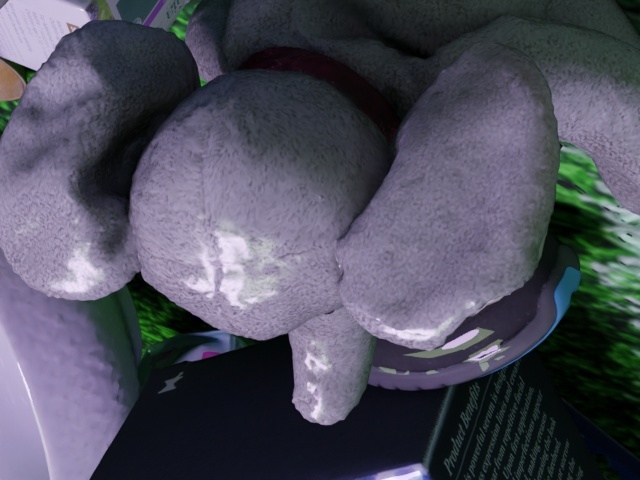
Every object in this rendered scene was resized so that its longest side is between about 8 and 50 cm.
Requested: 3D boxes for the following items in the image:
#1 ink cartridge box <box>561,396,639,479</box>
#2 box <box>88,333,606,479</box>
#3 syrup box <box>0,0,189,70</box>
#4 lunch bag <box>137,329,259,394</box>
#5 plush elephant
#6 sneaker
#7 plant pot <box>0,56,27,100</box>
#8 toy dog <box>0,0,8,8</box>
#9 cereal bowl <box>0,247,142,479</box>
[{"bbox_3d":[0.120,0.259,1.281,0.165,0.065,0.333,38,126,-18],"label":"ink cartridge box"},{"bbox_3d":[0.059,0.266,1.124,0.294,0.212,0.395,-18,115,29],"label":"box"},{"bbox_3d":[-0.198,-0.175,0.908,0.237,0.093,0.096,22,156,18],"label":"syrup box"},{"bbox_3d":[-0.047,0.183,1.399,0.223,0.160,0.262,35,153,-19],"label":"lunch bag"},{"bbox_3d":[0.015,-0.037,0.729,0.272,0.255,0.330,15,153,32],"label":"plush elephant"},{"bbox_3d":[0.000,0.000,1.002,0.341,0.125,0.139,8,144,38],"label":"sneaker"},{"bbox_3d":[-0.314,-0.156,1.099,0.236,0.032,0.236,17,169,3],"label":"plant pot"},{"bbox_3d":[-0.279,-0.109,0.536,0.408,0.284,0.395,-14,130,27],"label":"toy dog"},{"bbox_3d":[-0.255,0.071,1.355,0.339,0.141,0.339,39,143,38],"label":"cereal bowl"}]
